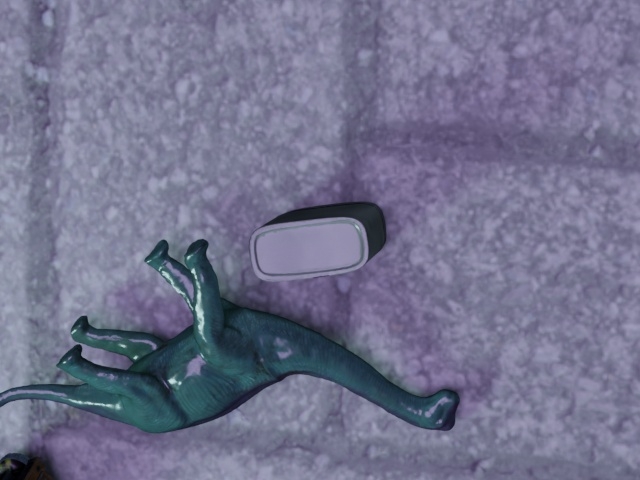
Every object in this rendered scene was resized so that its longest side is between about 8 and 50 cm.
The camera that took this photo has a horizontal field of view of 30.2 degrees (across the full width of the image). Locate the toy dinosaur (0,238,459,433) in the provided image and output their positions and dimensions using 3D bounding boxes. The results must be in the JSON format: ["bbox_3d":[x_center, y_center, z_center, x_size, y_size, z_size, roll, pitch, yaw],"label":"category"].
[{"bbox_3d":[-0.097,0.172,1.219,0.383,0.129,0.331,-38,107,21],"label":"toy dinosaur"}]

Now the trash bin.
[{"bbox_3d":[0.000,0.000,1.151,0.116,0.130,0.059,-8,96,11],"label":"trash bin"}]

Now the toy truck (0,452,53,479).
[{"bbox_3d":[-0.386,0.346,1.281,0.256,0.108,0.140,-28,105,14],"label":"toy truck"}]
